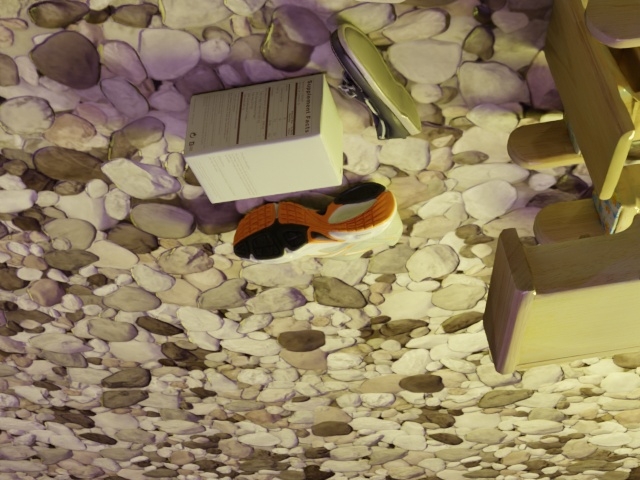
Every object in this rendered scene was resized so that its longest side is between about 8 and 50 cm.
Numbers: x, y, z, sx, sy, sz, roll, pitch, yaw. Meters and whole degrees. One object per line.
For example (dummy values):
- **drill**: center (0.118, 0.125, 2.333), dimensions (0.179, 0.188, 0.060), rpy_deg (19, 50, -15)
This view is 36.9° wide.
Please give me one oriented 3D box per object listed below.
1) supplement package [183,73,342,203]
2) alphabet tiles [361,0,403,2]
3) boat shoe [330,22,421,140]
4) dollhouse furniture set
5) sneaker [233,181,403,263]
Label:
- **supplement package**: center (-0.069, -0.128, 1.224), dimensions (0.179, 0.105, 0.105), rpy_deg (-7, 145, 13)
- **alphabet tiles**: center (0.042, -0.351, 0.962), dimensions (0.277, 0.021, 0.284), rpy_deg (3, 147, -3)
- **boat shoe**: center (0.056, -0.183, 1.168), dimensions (0.064, 0.075, 0.206), rpy_deg (-19, 146, 22)
- **dollhouse furniture set**: center (0.269, -0.089, 1.003), dimensions (0.256, 0.394, 0.362), rpy_deg (-9, 147, -3)
- **sneaker**: center (0.000, 0.000, 1.430), dimensions (0.262, 0.099, 0.121), rpy_deg (-10, 149, 18)
